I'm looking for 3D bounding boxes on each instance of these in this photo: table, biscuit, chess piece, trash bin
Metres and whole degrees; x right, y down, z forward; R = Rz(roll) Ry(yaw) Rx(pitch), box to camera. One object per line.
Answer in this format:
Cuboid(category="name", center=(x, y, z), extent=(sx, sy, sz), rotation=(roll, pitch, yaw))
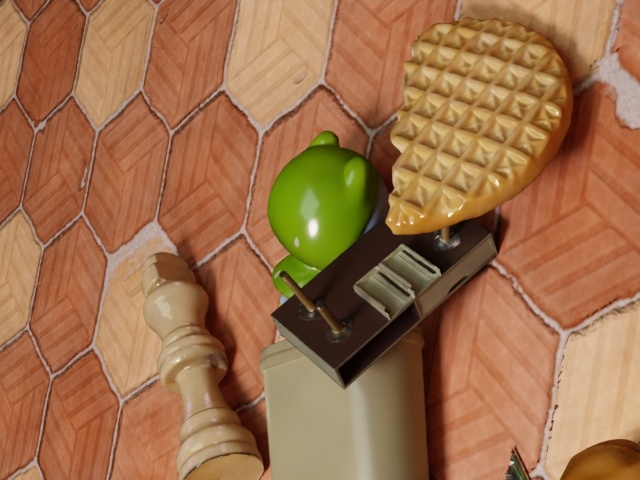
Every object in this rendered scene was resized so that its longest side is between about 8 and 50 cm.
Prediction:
Cuboid(category="table", center=(0.063, 0.028, 1.499), extent=(0.240, 0.111, 0.121), rotation=(-40, 49, -15))
Cuboid(category="biscuit", center=(0.176, -0.144, 1.485), extent=(0.204, 0.040, 0.309), rotation=(-7, 50, 24))
Cuboid(category="chess piece", center=(-0.182, 0.170, 1.896), extent=(0.117, 0.117, 0.397), rotation=(-49, 43, 32))
Cuboid(category="trash bin", center=(0.031, 0.233, 1.596), extent=(0.243, 0.121, 0.247), rotation=(-24, 65, 47))

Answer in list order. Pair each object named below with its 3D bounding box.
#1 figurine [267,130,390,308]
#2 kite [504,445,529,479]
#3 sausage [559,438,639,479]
Cuboid(category="figurine", center=(0.000, 0.000, 1.695), extent=(0.162, 0.143, 0.263), rotation=(50, 130, 53))
Cuboid(category="kite", center=(0.199, 0.316, 1.435), extent=(0.159, 0.010, 0.190), rotation=(10, 87, 54))
Cuboid(category="sausage", center=(0.271, 0.302, 1.255), extent=(0.136, 0.120, 0.241), rotation=(4, 82, 38))
